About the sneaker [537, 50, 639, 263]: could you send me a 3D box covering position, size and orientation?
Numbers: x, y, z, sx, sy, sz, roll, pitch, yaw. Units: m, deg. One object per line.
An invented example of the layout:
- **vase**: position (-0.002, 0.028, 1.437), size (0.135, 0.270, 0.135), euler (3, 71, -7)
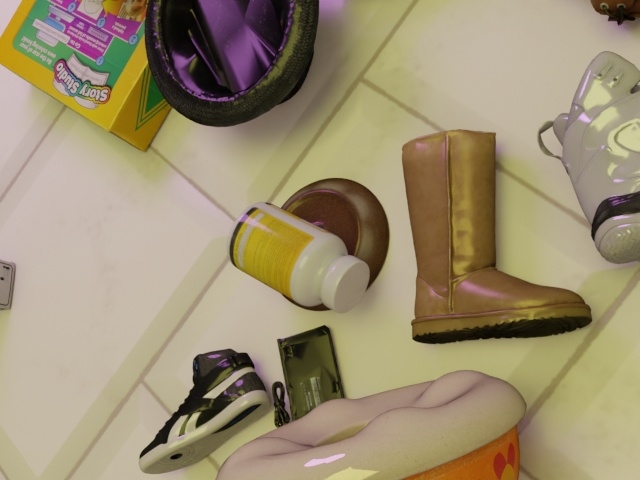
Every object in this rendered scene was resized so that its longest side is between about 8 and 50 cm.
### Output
- **sneaker**: position (0.426, -0.152, 0.948), size (0.366, 0.137, 0.210), euler (-38, 64, 18)

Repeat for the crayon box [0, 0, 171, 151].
- **crayon box**: position (-0.369, -0.372, 1.468), size (0.363, 0.106, 0.313), euler (32, 93, 31)

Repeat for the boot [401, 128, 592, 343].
- **boot**: position (0.210, -0.014, 1.057), size (0.236, 0.089, 0.269), euler (-7, 71, 26)

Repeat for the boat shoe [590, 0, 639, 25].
- **boat shoe**: position (0.387, -0.316, 1.048), size (0.104, 0.111, 0.307), euler (-49, 49, 12)

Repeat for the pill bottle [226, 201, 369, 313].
- **pill bottle**: position (-0.029, 0.025, 1.122), size (0.184, 0.103, 0.103), euler (27, 89, 32)

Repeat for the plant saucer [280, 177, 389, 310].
- **plant saucer**: position (0.000, 0.000, 1.197), size (0.199, 0.036, 0.198), euler (-9, 71, 27)

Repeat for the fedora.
- **fedora**: position (-0.110, -0.322, 1.281), size (0.334, 0.152, 0.334), euler (-5, 80, 26)

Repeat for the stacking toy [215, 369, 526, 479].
- **stacking toy**: position (0.110, 0.408, 0.913), size (0.351, 0.350, 0.479), euler (-19, 86, 23)

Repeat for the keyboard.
- **keyboard**: position (-0.018, 0.214, 1.151), size (0.108, 0.023, 0.180), euler (-19, 66, 16)

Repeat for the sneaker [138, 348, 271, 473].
- **sneaker**: position (-0.177, 0.236, 1.206), size (0.217, 0.079, 0.121), euler (-33, 56, 11)

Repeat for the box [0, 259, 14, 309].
- **box**: position (-0.706, 0.078, 1.481), size (0.290, 0.169, 0.087), euler (-8, 72, 26)
